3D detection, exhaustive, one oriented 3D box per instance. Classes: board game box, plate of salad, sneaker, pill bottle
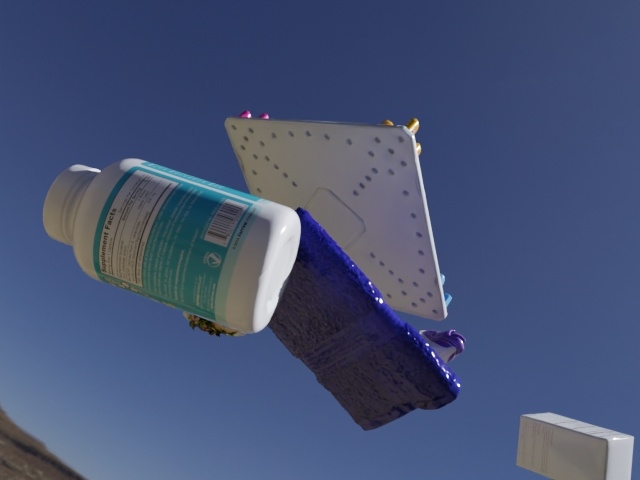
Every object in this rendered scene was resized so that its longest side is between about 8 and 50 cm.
[{"bbox_3d":[0.035,-0.050,1.043,0.390,0.050,0.390,12,-45,37],"label":"board game box"},{"bbox_3d":[-0.322,0.258,1.718,0.200,0.048,0.200,13,-25,6],"label":"plate of salad"},{"bbox_3d":[0.222,0.189,1.022,0.068,0.071,0.170,64,1,1],"label":"sneaker"},{"bbox_3d":[-0.166,-0.004,0.638,0.264,0.146,0.146,18,-35,9],"label":"pill bottle"}]

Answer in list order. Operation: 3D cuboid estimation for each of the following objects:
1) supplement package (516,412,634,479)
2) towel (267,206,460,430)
[{"bbox_3d":[0.491,0.410,1.110,0.105,0.105,0.179,10,-5,-36],"label":"supplement package"},{"bbox_3d":[0.030,0.115,0.787,0.308,0.076,0.227,48,-39,1],"label":"towel"}]
